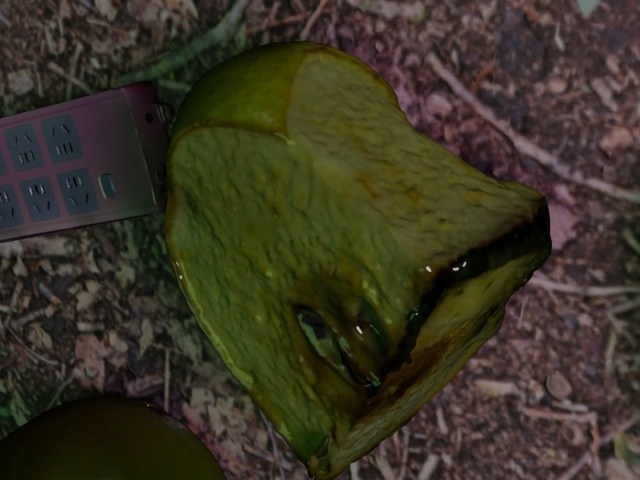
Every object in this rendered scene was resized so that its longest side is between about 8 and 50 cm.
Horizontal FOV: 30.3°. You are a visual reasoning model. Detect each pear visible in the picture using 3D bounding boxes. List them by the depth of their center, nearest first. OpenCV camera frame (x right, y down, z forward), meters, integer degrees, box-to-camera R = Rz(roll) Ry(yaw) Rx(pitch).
[{"bbox_3d":[0.000,0.000,0.823,0.255,0.164,0.238,42,135,20],"label":"pear"}]

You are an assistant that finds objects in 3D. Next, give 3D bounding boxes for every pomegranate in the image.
[{"bbox_3d":[-0.181,0.314,1.012,0.359,0.216,0.309,20,113,25],"label":"pomegranate"}]

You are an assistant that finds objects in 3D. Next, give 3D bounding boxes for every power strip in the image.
[{"bbox_3d":[-0.236,-0.061,1.022,0.279,0.037,0.109,-8,102,35],"label":"power strip"}]
